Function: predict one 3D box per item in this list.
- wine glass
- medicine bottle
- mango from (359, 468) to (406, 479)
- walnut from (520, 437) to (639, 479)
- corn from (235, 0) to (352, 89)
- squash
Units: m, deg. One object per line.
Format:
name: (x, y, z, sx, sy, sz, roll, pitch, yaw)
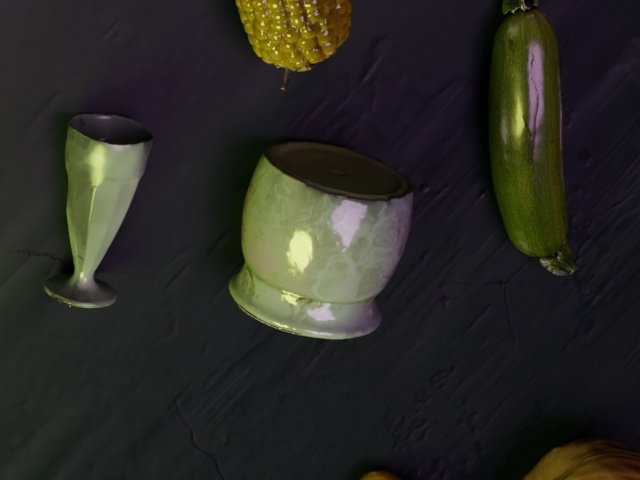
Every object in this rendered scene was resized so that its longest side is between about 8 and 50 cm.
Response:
wine glass: (-0.192, -0.025, 1.296, 0.073, 0.073, 0.155, 5, 112, -29)
medicine bottle: (0.000, 0.000, 1.358, 0.147, 0.147, 0.143, 4, 114, -28)
mango: (0.079, 0.278, 1.576, 0.080, 0.060, 0.114, -33, 126, 9)
walnut: (0.304, 0.316, 1.625, 0.195, 0.195, 0.221, -43, 123, -4)
corn: (-0.041, -0.274, 1.244, 0.102, 0.101, 0.310, -23, 118, -16)
squash: (0.200, -0.093, 1.461, 0.080, 0.071, 0.318, -22, 120, -18)
